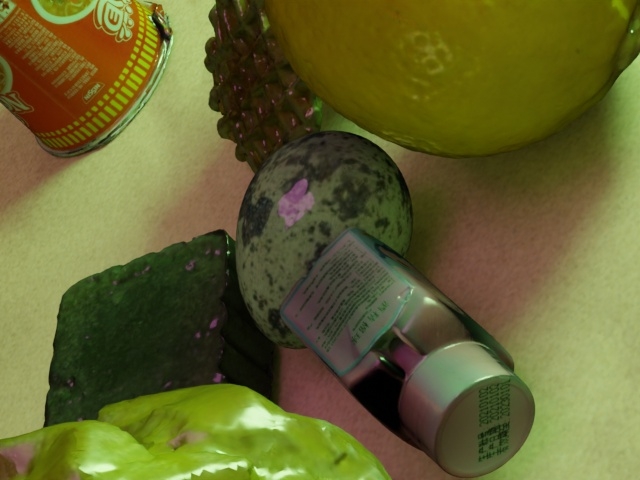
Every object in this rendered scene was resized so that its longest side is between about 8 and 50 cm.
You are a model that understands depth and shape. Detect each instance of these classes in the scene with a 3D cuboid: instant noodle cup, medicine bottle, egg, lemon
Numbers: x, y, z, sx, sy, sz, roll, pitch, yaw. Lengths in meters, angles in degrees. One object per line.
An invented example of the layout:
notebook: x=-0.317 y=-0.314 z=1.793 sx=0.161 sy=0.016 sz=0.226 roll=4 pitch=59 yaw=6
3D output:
instant noodle cup: x=-0.282 y=-0.213 z=1.767 sx=0.193 sy=0.212 sz=0.193 roll=-25 pitch=46 yaw=29
medicine bottle: x=0.066 y=0.082 z=1.267 sx=0.094 sy=0.119 sz=0.188 roll=-50 pitch=38 yaw=3
egg: x=0.000 y=0.000 z=1.389 sx=0.132 sy=0.132 sz=0.172 roll=11 pitch=81 yaw=48
lemon: x=0.094 y=-0.194 z=1.328 sx=0.293 sy=0.293 sz=0.293 roll=-26 pitch=46 yaw=30

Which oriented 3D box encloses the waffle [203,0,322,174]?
waffle: x=-0.050 y=-0.136 z=1.537 sx=0.169 sy=0.036 sz=0.183 roll=33 pitch=130 yaw=48

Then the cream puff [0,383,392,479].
cream puff: x=-0.138 y=0.227 z=1.175 sx=0.378 sy=0.378 sz=0.275 roll=-46 pitch=61 yaw=7

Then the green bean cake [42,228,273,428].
green bean cake: x=-0.125 y=0.100 z=1.466 sx=0.185 sy=0.094 sz=0.183 roll=-23 pitch=47 yaw=31
